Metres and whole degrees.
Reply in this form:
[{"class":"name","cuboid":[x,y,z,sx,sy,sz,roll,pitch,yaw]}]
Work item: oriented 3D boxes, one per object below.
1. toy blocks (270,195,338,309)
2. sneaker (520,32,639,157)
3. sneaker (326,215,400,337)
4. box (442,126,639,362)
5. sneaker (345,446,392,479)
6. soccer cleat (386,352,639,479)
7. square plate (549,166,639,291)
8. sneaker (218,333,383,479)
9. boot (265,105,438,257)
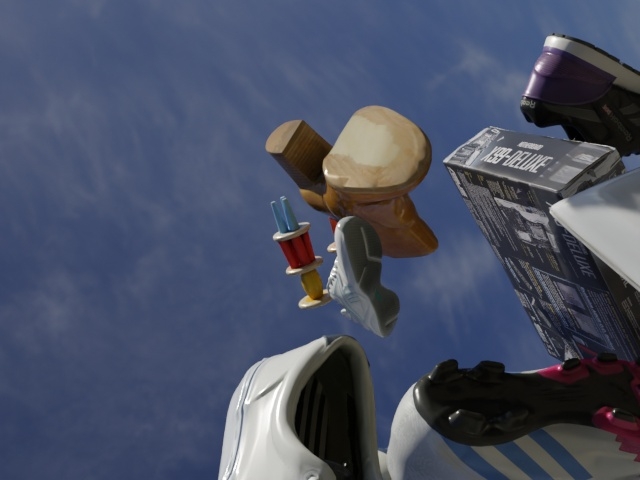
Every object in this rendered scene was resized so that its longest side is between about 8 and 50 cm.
[{"class":"toy blocks","cuboid":[0.000,0.000,1.151,0.123,0.054,0.148,-27,-74,-28]},{"class":"sneaker","cuboid":[0.379,-0.144,1.091,0.283,0.124,0.107,24,-172,-11]},{"class":"sneaker","cuboid":[0.030,0.036,0.832,0.053,0.061,0.152,-55,-37,-33]},{"class":"box","cuboid":[0.280,0.030,0.947,0.307,0.076,0.242,58,171,-19]},{"class":"sneaker","cuboid":[0.088,0.297,1.053,0.148,0.350,0.131,-40,-108,-23]},{"class":"soccer cleat","cuboid":[0.214,0.183,0.808,0.331,0.143,0.116,6,-141,-18]},{"class":"square plate","cuboid":[0.398,0.005,0.576,0.347,0.049,0.344,-21,-135,-20]},{"class":"sneaker","cuboid":[-0.013,0.159,0.463,0.094,0.091,0.258,24,-137,-27]},{"class":"boot","cuboid":[0.079,-0.050,0.987,0.211,0.295,0.104,41,-103,-31]}]
